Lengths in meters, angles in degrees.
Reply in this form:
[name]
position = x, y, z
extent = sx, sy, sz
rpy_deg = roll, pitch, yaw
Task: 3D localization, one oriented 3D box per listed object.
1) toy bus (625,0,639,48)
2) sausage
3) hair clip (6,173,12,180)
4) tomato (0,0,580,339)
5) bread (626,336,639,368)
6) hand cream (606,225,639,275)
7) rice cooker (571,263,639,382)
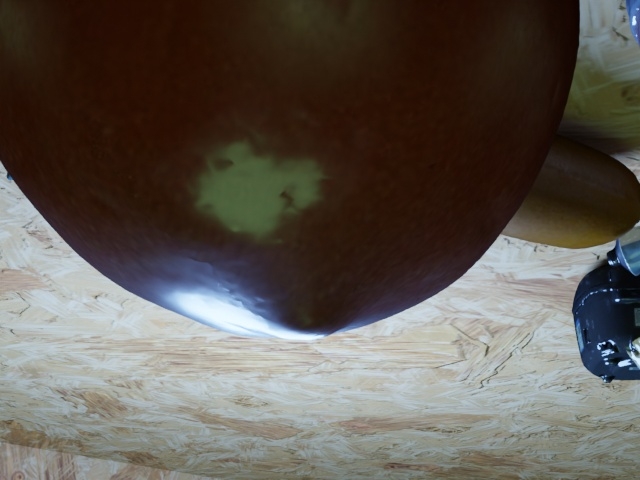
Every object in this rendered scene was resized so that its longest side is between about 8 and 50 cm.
[toy bus]
position = 0.331, -0.096, 0.570
extent = 0.294, 0.232, 0.197
rpy_deg = 15, 153, -24
[sausage]
position = 0.160, -0.055, 0.836
extent = 0.274, 0.105, 0.105
rpy_deg = 14, 153, -24
[hair clip]
position = -0.271, -0.110, 0.821
extent = 0.083, 0.048, 0.275
rpy_deg = 0, 157, -4
[tomato]
position = -0.023, -0.099, 0.499
extent = 0.321, 0.322, 0.321
rpy_deg = 2, 155, 1
[bread]
position = 0.514, 0.068, 0.942
extent = 0.388, 0.183, 0.236
rpy_deg = -11, 173, -14
[hand cream]
position = 0.407, -0.013, 0.949
extent = 0.247, 0.052, 0.075
rpy_deg = -15, 164, 21
[rice cooker]
position = 0.366, 0.095, 1.122
extent = 0.142, 0.118, 0.203
rpy_deg = -1, 158, 9
